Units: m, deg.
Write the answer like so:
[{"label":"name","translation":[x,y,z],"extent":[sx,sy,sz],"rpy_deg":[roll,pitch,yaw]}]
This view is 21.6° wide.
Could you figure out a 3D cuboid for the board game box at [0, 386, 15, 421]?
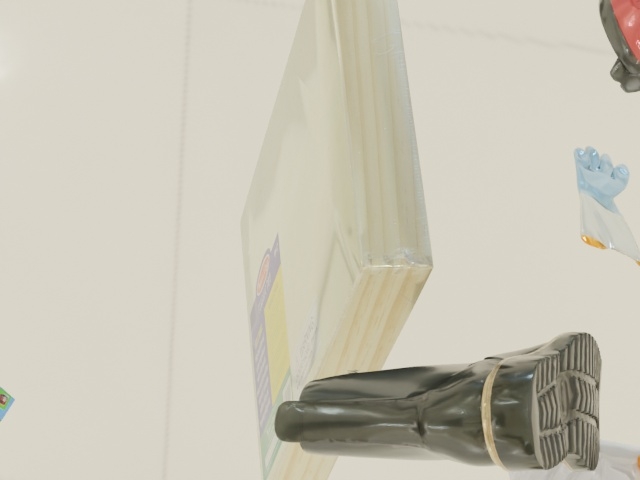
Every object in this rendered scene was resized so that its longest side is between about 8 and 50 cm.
[{"label":"board game box","translation":[-0.470,0.134,1.899],"extent":[0.160,0.039,0.211],"rpy_deg":[-11,130,45]}]

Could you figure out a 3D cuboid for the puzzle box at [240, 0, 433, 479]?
[{"label":"puzzle box","translation":[0.000,0.000,1.289],"extent":[0.052,0.272,0.409],"rpy_deg":[0,151,-12]}]

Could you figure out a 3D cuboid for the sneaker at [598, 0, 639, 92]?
[{"label":"sneaker","translation":[0.289,-0.082,0.966],"extent":[0.135,0.097,0.276],"rpy_deg":[-36,123,29]}]

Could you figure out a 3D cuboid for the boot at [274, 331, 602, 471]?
[{"label":"boot","translation":[0.073,0.087,0.904],"extent":[0.137,0.198,0.076],"rpy_deg":[-4,81,22]}]

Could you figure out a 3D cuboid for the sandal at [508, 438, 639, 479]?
[{"label":"sandal","translation":[0.261,0.184,1.245],"extent":[0.265,0.076,0.102],"rpy_deg":[16,118,41]}]

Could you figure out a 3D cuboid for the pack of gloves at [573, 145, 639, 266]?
[{"label":"pack of gloves","translation":[0.373,-0.013,1.952],"extent":[0.195,0.232,0.046],"rpy_deg":[27,122,-11]}]
